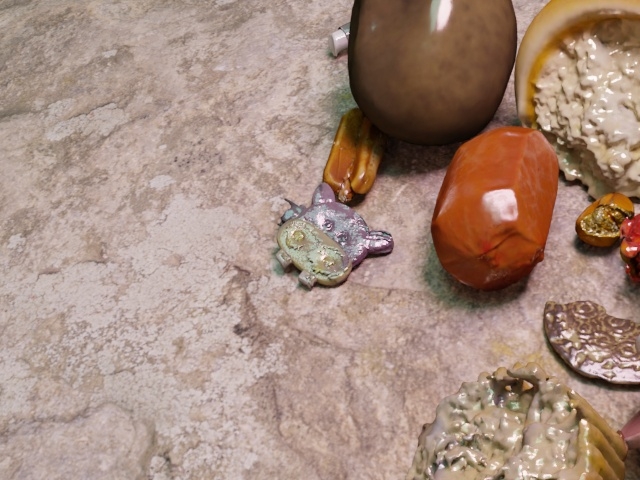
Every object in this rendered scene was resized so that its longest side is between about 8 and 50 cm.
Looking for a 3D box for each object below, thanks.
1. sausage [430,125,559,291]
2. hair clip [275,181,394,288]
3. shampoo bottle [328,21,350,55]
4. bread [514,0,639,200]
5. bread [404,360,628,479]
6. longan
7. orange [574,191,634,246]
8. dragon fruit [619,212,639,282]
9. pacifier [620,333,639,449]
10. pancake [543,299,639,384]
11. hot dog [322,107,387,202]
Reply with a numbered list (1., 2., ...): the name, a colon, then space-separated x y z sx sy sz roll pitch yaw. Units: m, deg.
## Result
1. sausage: 0.248 -0.054 1.155 0.141 0.153 0.268 -19 35 40
2. hair clip: -0.002 -0.005 1.243 0.146 0.056 0.187 -42 53 -17
3. shampoo bottle: 0.104 -0.428 1.628 0.192 0.074 0.074 -26 45 -11
4. bread: 0.498 -0.208 1.213 0.424 0.328 0.245 33 25 32
5. bread: 0.188 0.262 0.824 0.274 0.149 0.274 -50 15 19
6. longan: 0.177 -0.314 1.328 0.289 0.288 0.349 4 68 18
7. orange: 0.400 -0.027 1.149 0.062 0.086 0.086 45 61 -2
8. dragon fruit: 0.454 0.003 1.060 0.133 0.208 0.149 -2 85 35
9. pacifier: 0.464 0.137 0.874 0.332 0.273 0.220 -33 20 -16
10. pancake: 0.381 0.112 1.051 0.184 0.020 0.190 -39 50 -24
11. hot dog: 0.059 -0.140 1.357 0.092 0.062 0.235 4 44 16
